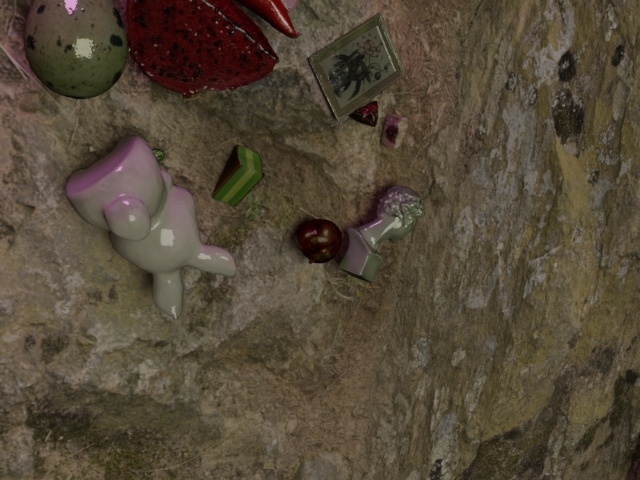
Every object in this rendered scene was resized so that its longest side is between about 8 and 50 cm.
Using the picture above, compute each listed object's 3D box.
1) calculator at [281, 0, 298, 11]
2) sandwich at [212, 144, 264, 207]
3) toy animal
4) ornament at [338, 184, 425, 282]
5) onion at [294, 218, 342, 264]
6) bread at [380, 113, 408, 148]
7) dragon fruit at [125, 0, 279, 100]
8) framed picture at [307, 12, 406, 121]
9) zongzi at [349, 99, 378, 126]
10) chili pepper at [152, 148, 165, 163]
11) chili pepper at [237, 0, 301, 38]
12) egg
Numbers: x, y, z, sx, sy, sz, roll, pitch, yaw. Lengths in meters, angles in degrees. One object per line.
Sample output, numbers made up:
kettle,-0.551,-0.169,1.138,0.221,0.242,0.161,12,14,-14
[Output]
calculator,-0.067,-0.674,1.437,0.220,0.048,0.330,-31,118,-19
sandwich,-0.193,-0.147,1.555,0.074,0.074,0.116,25,124,-37
toy animal,-0.332,-0.016,1.361,0.196,0.241,0.368,-32,131,1
ornament,0.152,-0.024,1.751,0.285,0.120,0.130,-46,145,-13
onion,0.000,0.000,1.665,0.119,0.118,0.117,-53,148,-7
bread,0.185,-0.276,1.719,0.035,0.070,0.083,6,108,-33
dragon fruit,-0.264,-0.410,1.349,0.205,0.152,0.316,-41,126,22
framed picture,0.092,-0.418,1.637,0.231,0.010,0.173,-38,118,-17
zongzi,0.117,-0.299,1.664,0.083,0.073,0.067,-11,126,-29
chili pepper,-0.364,-0.160,1.427,0.091,0.030,0.034,-48,150,-8
chili pepper,-0.186,-0.541,1.347,0.368,0.137,0.092,24,115,-36
egg,-0.437,-0.369,1.219,0.176,0.177,0.228,-1,94,-33
